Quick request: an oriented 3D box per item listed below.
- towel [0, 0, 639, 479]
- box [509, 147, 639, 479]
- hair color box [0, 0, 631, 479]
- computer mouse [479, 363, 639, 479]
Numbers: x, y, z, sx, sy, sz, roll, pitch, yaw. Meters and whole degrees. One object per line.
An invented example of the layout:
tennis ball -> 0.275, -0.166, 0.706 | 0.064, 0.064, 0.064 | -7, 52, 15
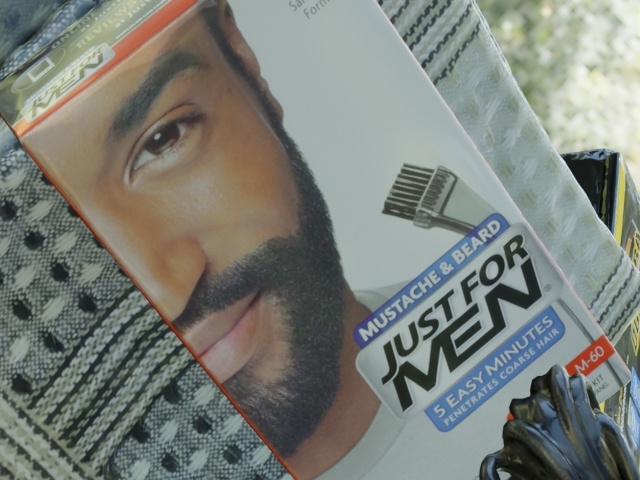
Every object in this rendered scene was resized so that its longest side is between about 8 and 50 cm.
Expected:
towel -> -0.036, 0.025, 0.666 | 0.056, 0.312, 0.324 | 25, -23, 50
box -> -0.013, 0.095, 0.911 | 0.079, 0.322, 0.257 | 59, 33, -42
hair color box -> 0.000, 0.000, 0.526 | 0.167, 0.093, 0.053 | 52, -4, -26
computer mouse -> 0.037, 0.094, 0.422 | 0.106, 0.042, 0.193 | 45, -33, -4
